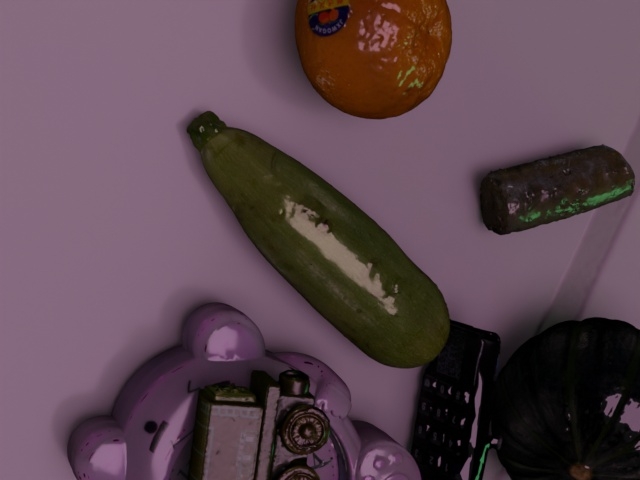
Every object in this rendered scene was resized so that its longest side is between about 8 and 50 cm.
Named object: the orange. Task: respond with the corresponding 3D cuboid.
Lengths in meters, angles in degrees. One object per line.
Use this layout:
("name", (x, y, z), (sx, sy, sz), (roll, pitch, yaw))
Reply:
("orange", (0.053, -0.214, 1.368), (0.178, 0.155, 0.177), (16, 70, -53))

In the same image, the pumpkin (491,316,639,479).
("pumpkin", (0.317, 0.205, 1.528), (0.250, 0.216, 0.249), (3, 107, 10))

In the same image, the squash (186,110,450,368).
("squash", (0.002, 0.002, 1.412), (0.118, 0.118, 0.370), (-47, 109, -8))

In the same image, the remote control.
("remote control", (0.141, 0.291, 1.498), (0.062, 0.144, 0.398), (7, 93, -23))

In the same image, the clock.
("clock", (-0.084, 0.250, 1.418), (0.295, 0.113, 0.322), (-45, 110, -9))

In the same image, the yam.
("yam", (0.269, -0.061, 1.525), (0.179, 0.078, 0.078), (-17, 104, -18))

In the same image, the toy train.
("toy train", (-0.072, 0.236, 1.317), (0.137, 0.090, 0.225), (6, 95, -16))
